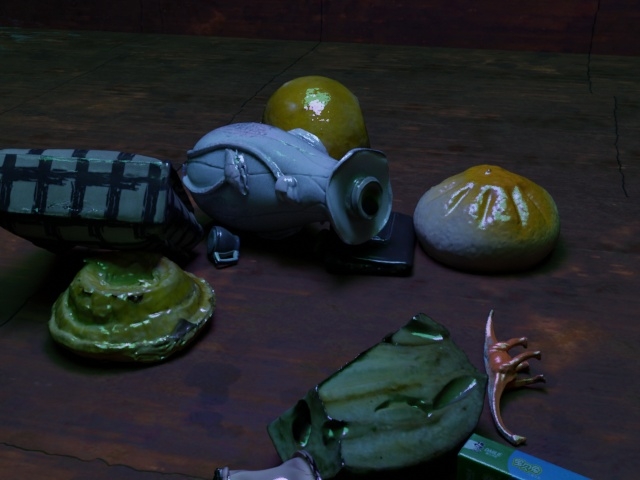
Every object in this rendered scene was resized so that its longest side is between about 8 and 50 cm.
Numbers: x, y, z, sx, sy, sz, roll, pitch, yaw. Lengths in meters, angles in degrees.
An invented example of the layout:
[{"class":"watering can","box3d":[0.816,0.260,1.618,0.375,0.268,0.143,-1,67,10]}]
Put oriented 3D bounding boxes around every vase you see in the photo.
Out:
[{"class":"vase","box3d":[-0.068,-0.115,1.699,0.445,0.250,0.250,13,28,41]}]

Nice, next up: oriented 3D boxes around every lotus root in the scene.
[{"class":"lotus root","box3d":[0.079,0.235,1.141,0.314,0.142,0.210,-12,54,-39]}]

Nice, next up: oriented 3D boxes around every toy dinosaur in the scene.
[{"class":"toy dinosaur","box3d":[0.290,0.203,1.283,0.101,0.055,0.280,-11,28,1]}]

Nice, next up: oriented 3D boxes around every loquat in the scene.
[{"class":"loquat","box3d":[-0.021,-0.253,1.987,0.274,0.275,0.275,0,26,0]}]

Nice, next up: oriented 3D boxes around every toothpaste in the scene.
[{"class":"toothpaste","box3d":[0.296,0.320,1.025,0.266,0.065,0.050,17,34,30]}]

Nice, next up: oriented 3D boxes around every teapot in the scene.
[{"class":"teapot","box3d":[-0.192,0.014,1.679,0.056,0.066,0.088,8,44,-23]}]

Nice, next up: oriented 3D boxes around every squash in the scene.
[{"class":"squash","box3d":[0.001,-0.001,1.735,0.027,0.027,0.089,5,27,11]}]

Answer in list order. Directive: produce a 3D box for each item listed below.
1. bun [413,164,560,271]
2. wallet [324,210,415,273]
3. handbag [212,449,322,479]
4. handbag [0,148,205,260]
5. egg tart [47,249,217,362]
[{"class":"bun","box3d":[0.338,-0.066,1.707,0.298,0.165,0.299,1,25,0]},{"class":"wallet","box3d":[0.102,0.000,1.709,0.181,0.049,0.229,5,28,5]},{"class":"handbag","box3d":[-0.062,0.327,0.895,0.116,0.179,0.205,1,26,-13]},{"class":"handbag","box3d":[-0.404,-0.054,1.556,0.325,0.163,0.327,4,-11,4]},{"class":"egg tart","box3d":[-0.321,0.099,1.440,0.290,0.116,0.290,0,28,0]}]
